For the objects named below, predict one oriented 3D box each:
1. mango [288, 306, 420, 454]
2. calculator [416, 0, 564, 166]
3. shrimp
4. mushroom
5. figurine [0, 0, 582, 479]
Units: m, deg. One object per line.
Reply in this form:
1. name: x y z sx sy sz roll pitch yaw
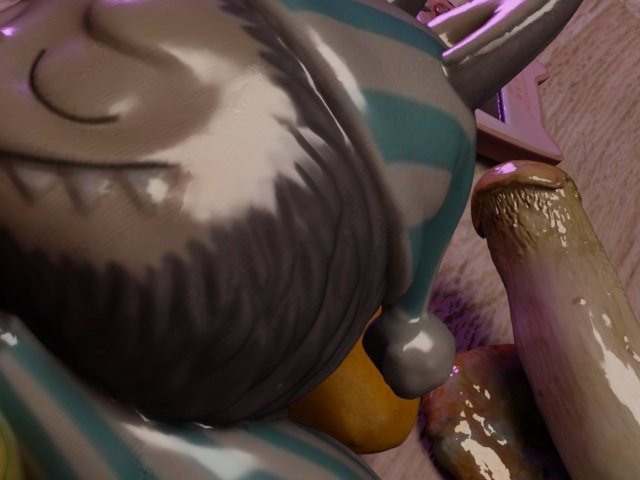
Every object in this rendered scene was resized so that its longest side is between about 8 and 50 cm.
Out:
1. mango: -0.020 0.030 0.833 0.252 0.126 0.154 53 13 -3
2. calculator: 0.095 -0.191 1.281 0.329 0.048 0.220 29 37 -19
3. shrimp: 0.204 0.151 1.008 0.317 0.062 0.164 1 56 -42
4. mushroom: 0.208 0.098 0.944 0.123 0.095 0.351 11 52 -52
5. figurine: 0.000 0.000 0.618 0.361 0.377 0.266 52 2 -1
